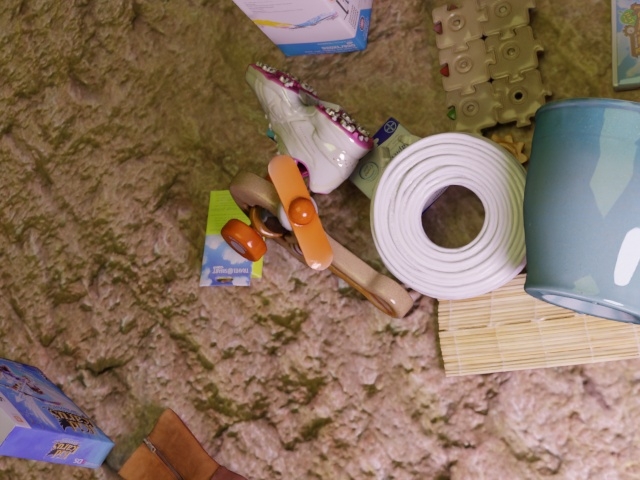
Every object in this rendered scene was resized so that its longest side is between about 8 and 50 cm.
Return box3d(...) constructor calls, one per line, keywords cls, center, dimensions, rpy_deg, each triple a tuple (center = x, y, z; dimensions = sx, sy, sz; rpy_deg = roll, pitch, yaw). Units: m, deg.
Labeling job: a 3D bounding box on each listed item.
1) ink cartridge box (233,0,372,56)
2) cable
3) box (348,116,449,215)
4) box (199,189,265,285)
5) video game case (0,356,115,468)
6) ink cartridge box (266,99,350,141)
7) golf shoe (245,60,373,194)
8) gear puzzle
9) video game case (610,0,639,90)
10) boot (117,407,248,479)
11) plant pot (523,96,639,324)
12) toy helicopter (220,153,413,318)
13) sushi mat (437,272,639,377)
box3d(cls="ink cartridge box", center=(-0.027, -0.454, 1.604), dimensions=(0.168, 0.232, 0.171), rpy_deg=(2, 75, 26))
box3d(cls="cable", center=(0.203, -0.039, 1.393), dimensions=(0.257, 0.089, 0.257), rpy_deg=(2, 87, 12))
box3d(cls="box", center=(0.130, -0.110, 1.514), dimensions=(0.126, 0.072, 0.137), rpy_deg=(-47, 61, 6))
box3d(cls="box", center=(-0.152, -0.002, 1.630), dimensions=(0.109, 0.042, 0.178), rpy_deg=(-3, 73, 25))
box3d(cls="video game case", center=(-0.517, 0.285, 1.582), dimensions=(0.244, 0.269, 0.061), rpy_deg=(36, 89, 29))
box3d(cls="ink cartridge box", center=(-0.021, -0.204, 1.626), dimensions=(0.122, 0.052, 0.088), rpy_deg=(19, 83, 30))
box3d(cls="golf shoe", center=(-0.048, -0.193, 1.545), dimensions=(0.306, 0.115, 0.140), rpy_deg=(44, 112, 38))
box3d(cls="gear puzzle", center=(0.289, -0.249, 1.505), dimensions=(0.175, 0.044, 0.339), rpy_deg=(-12, 72, 20))
box3d(cls="video game case", center=(0.549, -0.341, 1.416), dimensions=(0.193, 0.023, 0.212), rpy_deg=(-3, 73, 25))
box3d(cls="boot", center=(-0.246, 0.454, 1.501), dimensions=(0.280, 0.096, 0.264), rpy_deg=(32, 90, 30))
box3d(cls="plant pot", center=(0.399, -0.026, 1.253), dimensions=(0.271, 0.271, 0.255), rpy_deg=(12, 83, 28))
box3d(cls="toy helicopter", center=(0.000, 0.000, 1.464), dimensions=(0.355, 0.235, 0.140), rpy_deg=(36, 72, 11))
box3d(cls="sushi mat", center=(0.331, 0.117, 1.377), dimensions=(0.316, 0.019, 0.151), rpy_deg=(-9, 70, 22))
